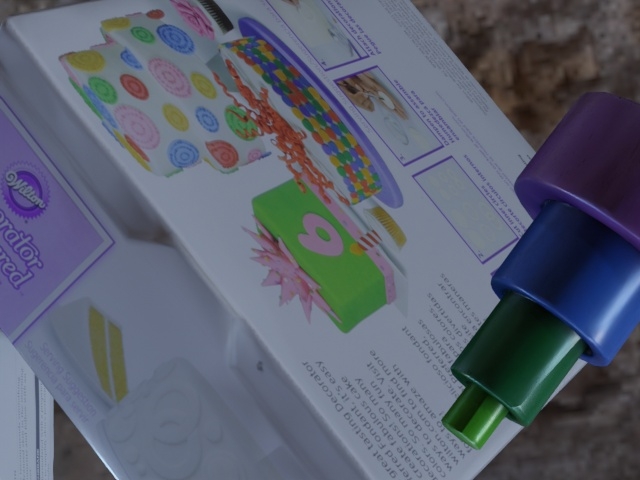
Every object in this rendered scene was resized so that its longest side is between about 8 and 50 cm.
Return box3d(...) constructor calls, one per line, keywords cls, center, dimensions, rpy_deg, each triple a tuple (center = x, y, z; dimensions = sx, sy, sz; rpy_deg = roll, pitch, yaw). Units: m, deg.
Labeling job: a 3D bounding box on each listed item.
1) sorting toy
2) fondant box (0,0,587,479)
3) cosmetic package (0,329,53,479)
box3d(cls="sorting toy", center=(0.122, 0.043, 0.350), dimensions=(0.127, 0.126, 0.365), rpy_deg=(41, 171, -22))
box3d(cls="fondant box", center=(0.000, 0.000, 0.751), dimensions=(0.096, 0.238, 0.330), rpy_deg=(-42, 173, 27))
box3d(cls="cosmetic package", center=(-0.288, 0.117, 0.941), dimensions=(0.224, 0.138, 0.224), rpy_deg=(-4, 167, 8))
